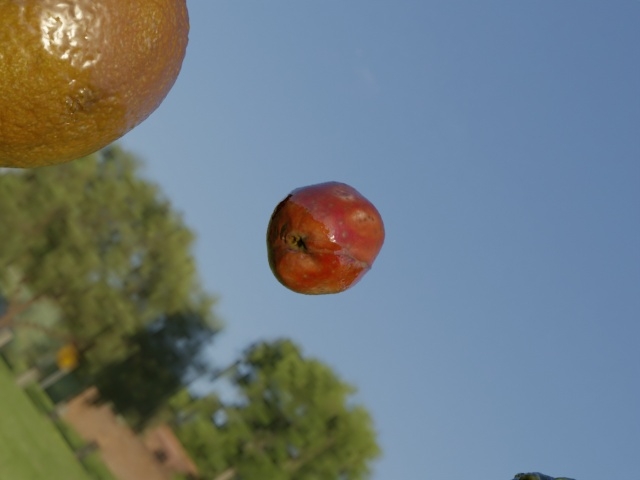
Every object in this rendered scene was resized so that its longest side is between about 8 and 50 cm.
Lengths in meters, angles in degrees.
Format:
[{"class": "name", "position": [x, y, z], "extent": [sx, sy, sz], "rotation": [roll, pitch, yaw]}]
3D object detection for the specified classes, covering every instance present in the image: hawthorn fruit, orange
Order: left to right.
[{"class": "orange", "position": [-0.337, -0.247, 2.032], "extent": [0.322, 0.357, 0.322], "rotation": [57, -14, 22]}, {"class": "hawthorn fruit", "position": [0.000, 0.000, 1.733], "extent": [0.128, 0.128, 0.128], "rotation": [52, -12, 16]}]

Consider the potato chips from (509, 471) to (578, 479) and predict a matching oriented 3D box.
[{"class": "potato chips", "position": [0.200, 0.203, 1.341], "extent": [0.092, 0.028, 0.207], "rotation": [8, -14, 22]}]
